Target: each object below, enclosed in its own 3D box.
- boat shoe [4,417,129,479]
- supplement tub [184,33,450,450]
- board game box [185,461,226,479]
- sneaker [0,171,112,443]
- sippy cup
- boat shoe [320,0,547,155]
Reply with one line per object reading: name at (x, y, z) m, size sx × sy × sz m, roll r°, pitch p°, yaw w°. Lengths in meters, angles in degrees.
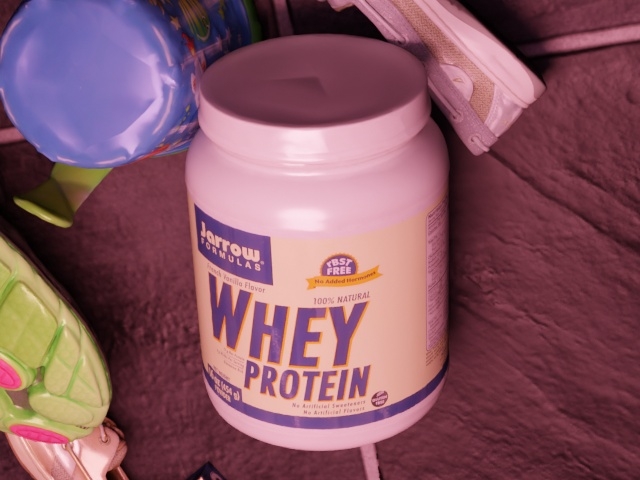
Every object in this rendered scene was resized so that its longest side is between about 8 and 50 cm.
boat shoe at (-0.241, 0.221, 1.701) m, size 0.098 × 0.109 × 0.302 m, roll -27°, pitch 89°, yaw 7°
supplement tub at (0.000, 0.000, 1.511) m, size 0.235 × 0.235 × 0.325 m, roll 2°, pitch 120°, yaw 8°
board game box at (-0.154, 0.371, 1.775) m, size 0.243 × 0.042 × 0.165 m, roll -40°, pitch 97°, yaw 17°
sneaker at (-0.347, -0.018, 1.599) m, size 0.185 × 0.202 × 0.483 m, roll -31°, pitch 99°, yaw 30°
sippy cup at (-0.187, -0.169, 1.525) m, size 0.240 × 0.224 × 0.306 m, roll -6°, pitch 105°, yaw 10°
boat shoe at (0.062, -0.211, 1.535) m, size 0.320 × 0.118 × 0.103 m, roll 38°, pitch 104°, yaw -11°
